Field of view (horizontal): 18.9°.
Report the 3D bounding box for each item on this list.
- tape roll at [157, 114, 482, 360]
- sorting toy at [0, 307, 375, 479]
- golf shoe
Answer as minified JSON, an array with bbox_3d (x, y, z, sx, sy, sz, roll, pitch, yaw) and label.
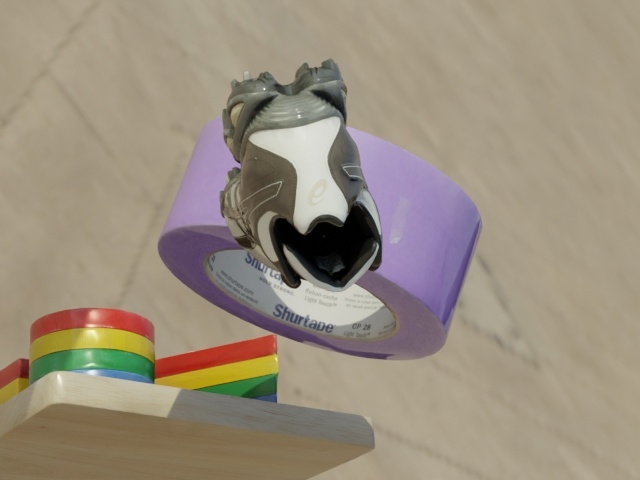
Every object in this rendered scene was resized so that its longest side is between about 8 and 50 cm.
[{"bbox_3d":[0.000,0.000,1.193,0.189,0.189,0.080,40,63,-45],"label":"tape roll"},{"bbox_3d":[-0.136,0.129,1.427,0.257,0.255,0.089,12,64,-31],"label":"sorting toy"},{"bbox_3d":[-0.009,-0.006,0.954,0.198,0.077,0.094,74,0,-67],"label":"golf shoe"}]
